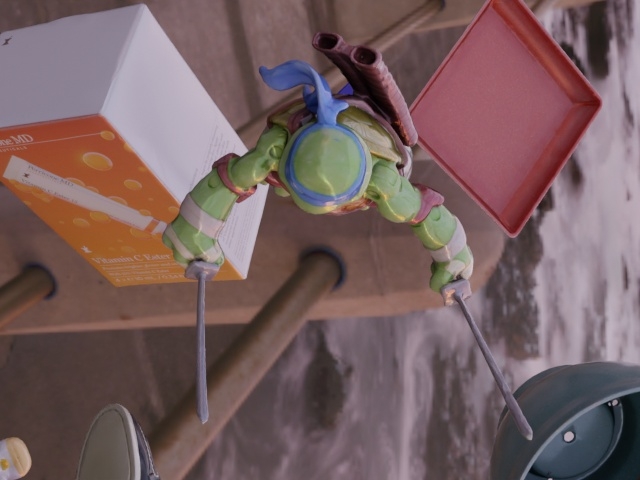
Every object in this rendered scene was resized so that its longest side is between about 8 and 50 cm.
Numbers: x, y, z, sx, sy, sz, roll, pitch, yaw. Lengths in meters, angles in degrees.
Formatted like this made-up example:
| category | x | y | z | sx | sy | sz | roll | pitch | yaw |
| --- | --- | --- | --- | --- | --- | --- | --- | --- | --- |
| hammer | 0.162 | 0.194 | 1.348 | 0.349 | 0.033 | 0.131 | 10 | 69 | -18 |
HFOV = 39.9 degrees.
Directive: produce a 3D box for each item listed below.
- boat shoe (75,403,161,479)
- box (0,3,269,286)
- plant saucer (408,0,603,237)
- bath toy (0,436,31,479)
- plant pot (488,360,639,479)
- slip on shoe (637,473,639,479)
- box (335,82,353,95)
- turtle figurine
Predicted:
| category | x | y | z | sx | sy | sz | roll | pitch | yaw |
| --- | --- | --- | --- | --- | --- | --- | --- | --- | --- |
| boat shoe | -0.249 | 0.393 | 1.209 | 0.113 | 0.127 | 0.340 | 27 | 35 | -48 |
| box | -0.242 | -0.100 | 1.110 | 0.345 | 0.215 | 0.168 | 55 | 38 | -49 |
| plant saucer | 0.251 | -0.180 | 1.241 | 0.259 | 0.048 | 0.258 | 41 | 78 | -27 |
| bath toy | -0.534 | 0.458 | 1.477 | 0.151 | 0.129 | 0.348 | -21 | 88 | -41 |
| plant pot | 0.318 | 0.260 | 1.019 | 0.196 | 0.293 | 0.292 | -124 | -158 | -71 |
| slip on shoe | 0.368 | 0.256 | 0.934 | 0.051 | 0.041 | 0.135 | -109 | -150 | -60 |
| box | 0.068 | -0.204 | 1.590 | 0.137 | 0.126 | 0.072 | 47 | -1 | 1 |
| turtle figurine | 0.000 | 0.000 | 0.641 | 0.266 | 0.198 | 0.274 | -76 | 145 | -76 |
